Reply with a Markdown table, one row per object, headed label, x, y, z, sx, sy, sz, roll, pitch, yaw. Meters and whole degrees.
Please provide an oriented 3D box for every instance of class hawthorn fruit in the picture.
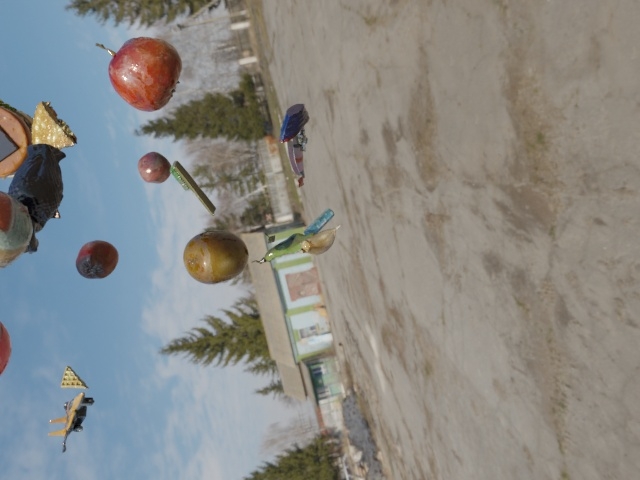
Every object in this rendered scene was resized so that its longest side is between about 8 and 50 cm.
| label | x | y | z | sx | sy | sz | roll | pitch | yaw |
| --- | --- | --- | --- | --- | --- | --- | --- | --- | --- |
| hawthorn fruit | -0.958 | 0.073 | 1.996 | 0.188 | 0.168 | 0.169 | -103 | 2 | -54 |
| hawthorn fruit | -0.598 | -0.562 | 1.517 | 0.242 | 0.271 | 0.242 | -51 | 28 | 40 |

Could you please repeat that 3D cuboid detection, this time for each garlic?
| label | x | y | z | sx | sy | sz | roll | pitch | yaw |
| --- | --- | --- | --- | --- | --- | --- | --- | --- | --- |
| garlic | 0.003 | 0.007 | 1.527 | 0.066 | 0.152 | 0.084 | 65 | 162 | 5 |

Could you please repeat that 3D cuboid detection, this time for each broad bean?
| label | x | y | z | sx | sy | sz | roll | pitch | yaw |
| --- | --- | --- | --- | --- | --- | --- | --- | --- | --- |
| broad bean | -0.144 | 0.033 | 1.919 | 0.067 | 0.325 | 0.075 | 48 | -143 | -22 |

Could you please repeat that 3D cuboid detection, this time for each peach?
| label | x | y | z | sx | sy | sz | roll | pitch | yaw |
| --- | --- | --- | --- | --- | --- | --- | --- | --- | --- |
| peach | -0.772 | -0.346 | 2.184 | 0.152 | 0.151 | 0.152 | 167 | 90 | -86 |

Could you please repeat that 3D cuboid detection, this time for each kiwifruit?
| label | x | y | z | sx | sy | sz | roll | pitch | yaw |
| --- | --- | --- | --- | --- | --- | --- | --- | --- | --- |
| kiwifruit | -0.358 | 0.056 | 1.625 | 0.234 | 0.195 | 0.196 | -4 | -103 | -55 |

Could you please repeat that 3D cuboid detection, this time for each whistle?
| label | x | y | z | sx | sy | sz | roll | pitch | yaw |
| --- | --- | --- | --- | --- | --- | --- | --- | --- | --- |
| whistle | -0.738 | -0.049 | 0.951 | 0.348 | 0.189 | 0.189 | 49 | -157 | -62 |

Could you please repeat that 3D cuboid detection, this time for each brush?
| label | x | y | z | sx | sy | sz | roll | pitch | yaw |
| --- | --- | --- | --- | --- | --- | --- | --- | --- | --- |
| brush | -0.530 | -0.210 | 1.934 | 0.282 | 0.048 | 0.054 | 56 | -156 | -38 |

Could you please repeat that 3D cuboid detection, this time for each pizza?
| label | x | y | z | sx | sy | sz | roll | pitch | yaw |
| --- | --- | --- | --- | --- | --- | --- | --- | --- | --- |
| pizza | -0.871 | -0.351 | 1.539 | 0.062 | 0.198 | 0.188 | -23 | -44 | -63 |

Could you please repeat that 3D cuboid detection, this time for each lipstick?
| label | x | y | z | sx | sy | sz | roll | pitch | yaw |
| --- | --- | --- | --- | --- | --- | --- | --- | --- | --- |
| lipstick | -0.004 | -0.072 | 1.964 | 0.048 | 0.158 | 0.048 | 31 | 149 | 21 |

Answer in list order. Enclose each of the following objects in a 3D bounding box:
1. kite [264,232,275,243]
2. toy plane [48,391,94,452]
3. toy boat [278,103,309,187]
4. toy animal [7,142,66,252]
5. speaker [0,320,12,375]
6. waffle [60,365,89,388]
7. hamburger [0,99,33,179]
| label | x | y | z | sx | sy | sz | roll | pitch | yaw |
| --- | --- | --- | --- | --- | --- | --- | --- | --- | --- |
| kite | -0.210 | -0.016 | 1.962 | 0.002 | 0.044 | 0.078 | 40 | 154 | 37 |
| toy plane | -0.954 | 0.669 | 1.814 | 0.103 | 0.316 | 0.204 | 21 | -144 | -40 |
| toy boat | -0.100 | -0.354 | 1.751 | 0.219 | 0.071 | 0.319 | -30 | -51 | -65 |
| toy animal | -0.729 | -0.114 | 1.198 | 0.185 | 0.122 | 0.299 | 167 | 113 | -69 |
| speaker | -1.167 | 0.363 | 1.514 | 0.294 | 0.294 | 0.295 | 167 | 90 | -86 |
| waffle | -1.067 | 0.601 | 2.035 | 0.023 | 0.152 | 0.098 | 54 | -143 | -57 |
| hamburger | -1.158 | -0.358 | 1.676 | 0.225 | 0.290 | 0.291 | -126 | 23 | -73 |
